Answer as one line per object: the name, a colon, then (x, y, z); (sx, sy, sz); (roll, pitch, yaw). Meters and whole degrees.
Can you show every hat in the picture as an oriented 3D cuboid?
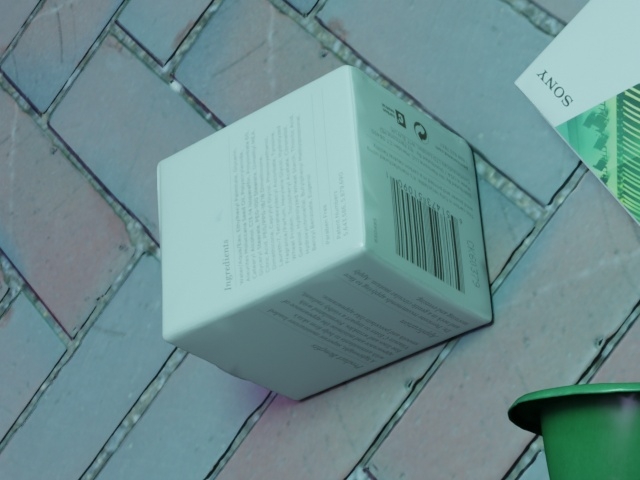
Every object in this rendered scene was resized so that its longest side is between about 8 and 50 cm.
hat: (0.182, 0.184, 1.085); (0.173, 0.208, 0.183); (140, 136, -67)

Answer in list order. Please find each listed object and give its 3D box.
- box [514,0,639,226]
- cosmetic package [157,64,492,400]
box: (0.298, -0.145, 1.238); (0.322, 0.058, 0.232); (-49, 45, 14)
cosmetic package: (0.000, 0.000, 1.369); (0.184, 0.151, 0.151); (-24, 55, 31)
